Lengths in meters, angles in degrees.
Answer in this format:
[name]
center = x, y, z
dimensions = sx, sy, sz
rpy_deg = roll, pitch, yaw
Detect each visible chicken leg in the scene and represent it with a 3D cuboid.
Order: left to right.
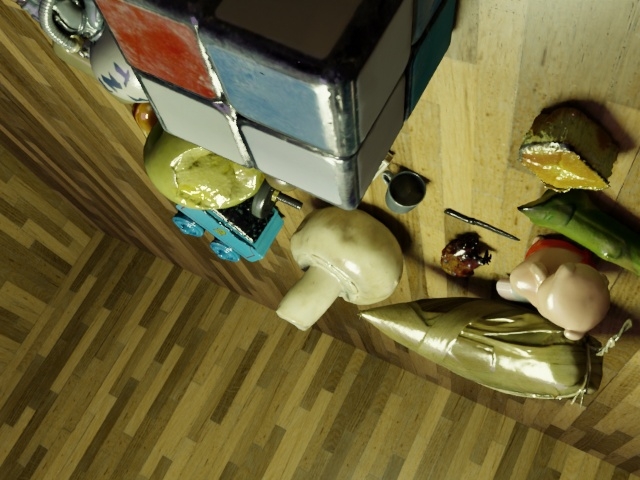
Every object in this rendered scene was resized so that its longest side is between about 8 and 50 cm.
[chicken leg]
center = 0.334, 0.044, 1.563
dimensions = 0.105, 0.063, 0.234
rpy_deg = 31, 165, 6

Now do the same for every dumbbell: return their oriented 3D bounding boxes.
[dumbbell]
center = -0.192, -0.153, 1.672
dimensions = 0.326, 0.143, 0.143
rpy_deg = 26, 163, 8

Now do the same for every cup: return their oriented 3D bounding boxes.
[cup]
center = 0.165, -0.105, 1.387
dimensions = 0.100, 0.078, 0.077
rpy_deg = 46, 168, 5

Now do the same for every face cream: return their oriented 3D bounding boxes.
[face cream]
center = 0.505, 0.120, 1.524
dimensions = 0.084, 0.057, 0.198
rpy_deg = 27, 168, -34

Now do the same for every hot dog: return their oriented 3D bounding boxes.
[hot dog]
center = -0.374, -0.285, 1.611
dimensions = 0.100, 0.135, 0.337
rpy_deg = 6, 162, 1

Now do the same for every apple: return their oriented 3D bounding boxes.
[apple]
center = -0.253, -0.196, 1.464
dimensions = 0.279, 0.279, 0.279
rpy_deg = 26, 163, 9

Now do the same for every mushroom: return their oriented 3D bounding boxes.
[mushroom]
center = 0.035, 0.086, 1.685
dimensions = 0.314, 0.336, 0.314
rpy_deg = 36, 168, 9

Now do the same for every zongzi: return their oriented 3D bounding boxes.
[zongzi]
center = 0.370, 0.246, 1.526
dimensions = 0.467, 0.218, 0.500
rpy_deg = 7, 178, -15

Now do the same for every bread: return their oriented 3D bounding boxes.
[bread]
center = 0.365, -0.132, 1.001
dimensions = 0.140, 0.069, 0.128
rpy_deg = 33, 164, -25

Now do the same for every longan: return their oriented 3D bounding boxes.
[longan]
center = -0.084, -0.174, 1.543
dimensions = 0.106, 0.106, 0.119
rpy_deg = 20, 122, 25

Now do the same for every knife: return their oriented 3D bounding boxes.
[knife]
center = 0.344, -0.032, 1.419
dimensions = 0.170, 0.010, 0.023
rpy_deg = 23, 168, 11

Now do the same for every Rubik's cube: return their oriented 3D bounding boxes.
[Rubik's cube]
center = -0.031, -0.273, 0.800
dimensions = 0.313, 0.318, 0.316
rpy_deg = 26, 162, 14

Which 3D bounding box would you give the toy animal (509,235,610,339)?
[toy animal]
center = 0.467, 0.082, 1.294
dimensions = 0.171, 0.171, 0.197
rpy_deg = 32, -162, -10

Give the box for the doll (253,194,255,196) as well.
[doll]
center = -0.184, -0.143, 1.842
dimensions = 0.139, 0.057, 0.165
rpy_deg = 17, 164, 24

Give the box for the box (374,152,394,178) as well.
[box]
center = 0.047, -0.199, 1.368
dimensions = 0.198, 0.029, 0.109
rpy_deg = 31, 163, -4

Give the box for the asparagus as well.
[asparagus]
center = 0.496, -0.003, 1.149
dimensions = 0.343, 0.085, 0.082
rpy_deg = 26, 152, -10

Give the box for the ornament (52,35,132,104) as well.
[ornament]
center = -0.523, -0.413, 1.578
dimensions = 0.230, 0.061, 0.245
rpy_deg = 31, 162, -16

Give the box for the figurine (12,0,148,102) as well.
[figurine]
center = -0.403, -0.398, 1.247
dimensions = 0.382, 0.186, 0.261
rpy_deg = 36, 167, -35

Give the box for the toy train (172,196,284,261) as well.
[toy train]
center = -0.286, -0.076, 1.989
dimensions = 0.300, 0.188, 0.265
rpy_deg = 38, 156, -18
